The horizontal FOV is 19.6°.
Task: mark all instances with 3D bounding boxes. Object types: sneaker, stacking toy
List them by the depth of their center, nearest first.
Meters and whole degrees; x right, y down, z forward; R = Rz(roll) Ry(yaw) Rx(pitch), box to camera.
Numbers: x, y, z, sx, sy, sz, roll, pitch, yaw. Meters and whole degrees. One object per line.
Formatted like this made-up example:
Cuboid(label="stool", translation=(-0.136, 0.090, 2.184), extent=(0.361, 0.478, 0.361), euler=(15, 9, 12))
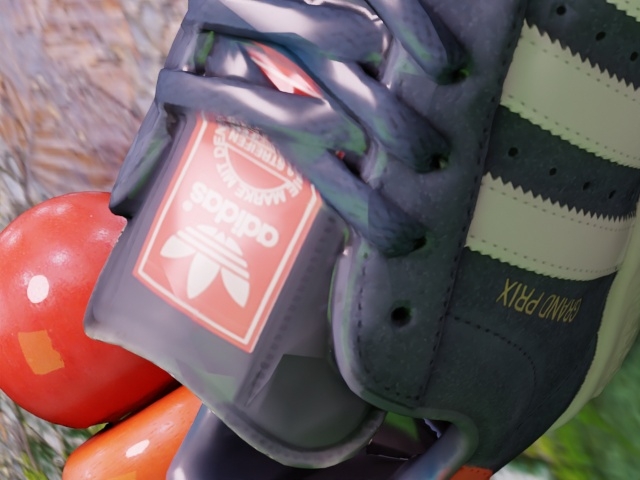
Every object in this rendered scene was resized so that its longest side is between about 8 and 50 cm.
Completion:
Cuboid(label="sneaker", translation=(0.013, -0.040, 0.414), extent=(0.131, 0.148, 0.350), euler=(33, 146, 30))
Cuboid(label="stacking toy", translation=(-0.027, 0.132, 0.700), extent=(0.330, 0.141, 0.141), euler=(57, 151, -1))
